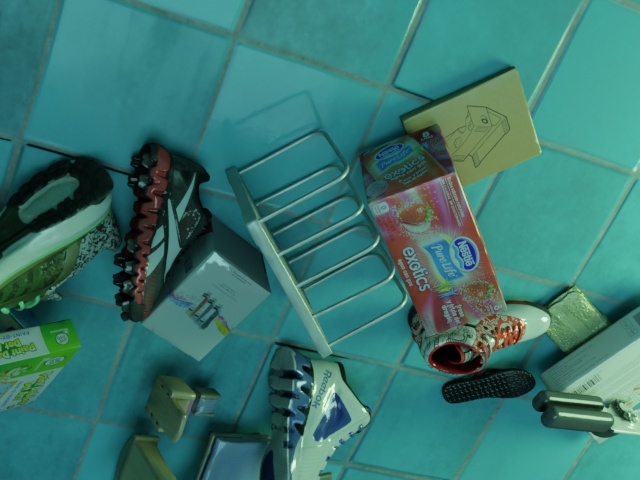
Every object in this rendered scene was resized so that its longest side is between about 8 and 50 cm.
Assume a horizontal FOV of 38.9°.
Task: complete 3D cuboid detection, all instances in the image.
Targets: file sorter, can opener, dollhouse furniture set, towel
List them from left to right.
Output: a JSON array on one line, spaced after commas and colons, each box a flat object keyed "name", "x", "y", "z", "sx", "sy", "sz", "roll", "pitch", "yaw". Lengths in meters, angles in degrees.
[{"name": "dollhouse furniture set", "x": -0.166, "y": 0.419, "z": 1.594, "sx": 0.303, "sy": 0.198, "sz": 0.286, "roll": 13, "pitch": 105, "yaw": -37}, {"name": "file sorter", "x": 0.000, "y": 0.000, "z": 1.429, "sx": 0.173, "sy": 0.193, "sz": 0.277, "roll": -27, "pitch": 122, "yaw": 0}, {"name": "towel", "x": 0.478, "y": 0.157, "z": 1.718, "sx": 0.110, "sy": 0.027, "sz": 0.148, "roll": -41, "pitch": 120, "yaw": 13}, {"name": "can opener", "x": 0.510, "y": 0.340, "z": 1.715, "sx": 0.280, "sy": 0.074, "sz": 0.093, "roll": 15, "pitch": 123, "yaw": -33}]

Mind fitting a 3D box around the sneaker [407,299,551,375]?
[{"name": "sneaker", "x": 0.297, "y": 0.178, "z": 1.611, "sx": 0.270, "sy": 0.145, "sz": 0.090, "roll": 3, "pitch": 120, "yaw": -9}]

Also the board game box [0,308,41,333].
[{"name": "board game box", "x": -0.649, "y": 0.141, "z": 1.440, "sx": 0.316, "sy": 0.064, "sz": 0.242, "roll": -28, "pitch": 121, "yaw": 5}]

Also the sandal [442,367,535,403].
[{"name": "sandal", "x": 0.323, "y": 0.274, "z": 1.750, "sx": 0.179, "sy": 0.040, "sz": 0.067, "roll": -10, "pitch": 117, "yaw": 10}]

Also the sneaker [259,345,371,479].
[{"name": "sneaker", "x": 0.001, "y": 0.353, "z": 1.630, "sx": 0.182, "sy": 0.127, "sz": 0.315, "roll": 6, "pitch": 88, "yaw": -26}]

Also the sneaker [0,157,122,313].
[{"name": "sneaker", "x": -0.458, "y": 0.062, "z": 1.351, "sx": 0.410, "sy": 0.158, "sz": 0.182, "roll": -35, "pitch": 139, "yaw": -12}]

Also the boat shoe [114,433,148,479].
[{"name": "boat shoe", "x": -0.335, "y": 0.453, "z": 1.692, "sx": 0.081, "sy": 0.079, "sz": 0.227, "roll": 1, "pitch": 118, "yaw": -39}]

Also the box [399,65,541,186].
[{"name": "box", "x": 0.247, "y": -0.172, "z": 1.480, "sx": 0.201, "sy": 0.021, "sz": 0.164, "roll": -24, "pitch": 122, "yaw": 2}]

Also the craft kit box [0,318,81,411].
[{"name": "craft kit box", "x": -0.528, "y": 0.215, "z": 1.393, "sx": 0.247, "sy": 0.061, "sz": 0.250, "roll": -14, "pitch": 160, "yaw": -41}]

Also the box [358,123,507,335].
[{"name": "box", "x": 0.182, "y": -0.013, "z": 1.463, "sx": 0.142, "sy": 0.154, "sz": 0.300, "roll": -20, "pitch": 125, "yaw": 10}]

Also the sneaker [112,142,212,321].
[{"name": "sneaker", "x": -0.238, "y": -0.005, "z": 1.391, "sx": 0.135, "sy": 0.097, "sz": 0.276, "roll": 10, "pitch": 92, "yaw": -28}]

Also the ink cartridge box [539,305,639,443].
[{"name": "ink cartridge box", "x": 0.609, "y": 0.254, "z": 1.780, "sx": 0.296, "sy": 0.066, "sz": 0.261, "roll": -37, "pitch": 134, "yaw": 10}]

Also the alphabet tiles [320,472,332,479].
[{"name": "alphabet tiles", "x": -0.077, "y": 0.603, "z": 1.864, "sx": 0.343, "sy": 0.011, "sz": 0.285, "roll": -9, "pitch": 121, "yaw": -7}]

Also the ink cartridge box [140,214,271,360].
[{"name": "ink cartridge box", "x": -0.190, "y": 0.077, "z": 1.466, "sx": 0.176, "sy": 0.128, "sz": 0.127, "roll": -42, "pitch": 120, "yaw": 14}]
